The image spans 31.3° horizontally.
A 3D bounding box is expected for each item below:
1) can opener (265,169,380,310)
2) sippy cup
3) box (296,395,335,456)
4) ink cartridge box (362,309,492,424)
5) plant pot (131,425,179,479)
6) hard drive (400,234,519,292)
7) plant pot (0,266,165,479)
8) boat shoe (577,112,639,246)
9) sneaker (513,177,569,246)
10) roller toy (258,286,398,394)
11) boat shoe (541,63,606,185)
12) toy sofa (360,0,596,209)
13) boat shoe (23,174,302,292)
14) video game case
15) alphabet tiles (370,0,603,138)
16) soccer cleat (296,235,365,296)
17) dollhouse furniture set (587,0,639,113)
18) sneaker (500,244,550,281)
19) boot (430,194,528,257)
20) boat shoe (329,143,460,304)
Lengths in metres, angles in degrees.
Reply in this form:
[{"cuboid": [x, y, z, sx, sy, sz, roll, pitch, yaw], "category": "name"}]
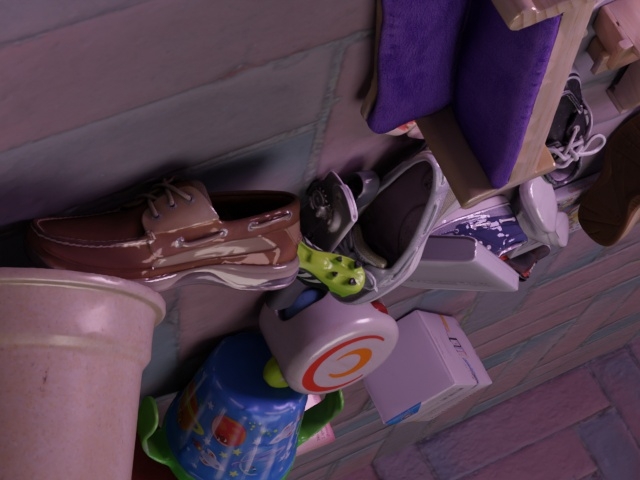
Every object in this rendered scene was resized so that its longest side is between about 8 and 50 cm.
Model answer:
[{"cuboid": [0.000, 0.000, 1.518, 0.095, 0.076, 0.283, -16, 159, -29], "category": "can opener"}, {"cuboid": [-0.124, 0.272, 1.857, 0.305, 0.240, 0.224, -41, 164, -43], "category": "sippy cup"}, {"cuboid": [-0.116, 0.343, 2.091, 0.232, 0.148, 0.127, -17, 173, -30], "category": "box"}, {"cuboid": [0.204, 0.257, 2.302, 0.171, 0.168, 0.233, -34, 160, 18], "category": "ink cartridge box"}, {"cuboid": [-0.339, 0.447, 1.970, 0.236, 0.267, 0.267, -36, 164, -19], "category": "plant pot"}, {"cuboid": [0.174, 0.037, 1.751, 0.203, 0.040, 0.307, 2, 170, 21], "category": "hard drive"}, {"cuboid": [-0.317, 0.217, 1.146, 0.334, 0.305, 0.334, -4, 163, -1], "category": "plant pot"}, {"cuboid": [0.530, -0.122, 1.862, 0.110, 0.121, 0.341, -30, 162, -28], "category": "boat shoe"}, {"cuboid": [0.342, -0.042, 1.877, 0.094, 0.080, 0.212, 2, 157, 26], "category": "sneaker"}, {"cuboid": [0.011, 0.129, 1.751, 0.209, 0.146, 0.191, -8, 144, -32], "category": "roller toy"}, {"cuboid": [0.305, -0.141, 1.498, 0.113, 0.105, 0.306, -32, 163, -2], "category": "boat shoe"}, {"cuboid": [0.153, -0.176, 1.128, 0.177, 0.150, 0.362, -22, 157, -10], "category": "toy sofa"}, {"cuboid": [-0.161, -0.016, 1.239, 0.324, 0.123, 0.116, -1, 115, -36], "category": "boat shoe"}, {"cuboid": [0.450, -0.056, 2.052, 0.206, 0.026, 0.227, -22, 160, -17], "category": "video game case"}, {"cuboid": [0.191, -0.209, 1.323, 0.284, 0.021, 0.278, -39, 158, 29], "category": "alphabet tiles"}, {"cuboid": [-0.030, 0.023, 1.432, 0.060, 0.179, 0.072, -66, -171, -27], "category": "soccer cleat"}, {"cuboid": [0.490, -0.196, 1.526, 0.303, 0.174, 0.355, -23, 160, -12], "category": "dollhouse furniture set"}, {"cuboid": [0.378, 0.049, 2.163, 0.158, 0.065, 0.061, -16, 158, -29], "category": "sneaker"}, {"cuboid": [0.235, -0.004, 1.803, 0.190, 0.086, 0.069, -21, 160, -18], "category": "boot"}, {"cuboid": [0.090, -0.019, 1.506, 0.103, 0.118, 0.320, -20, 160, -46], "category": "boat shoe"}]
